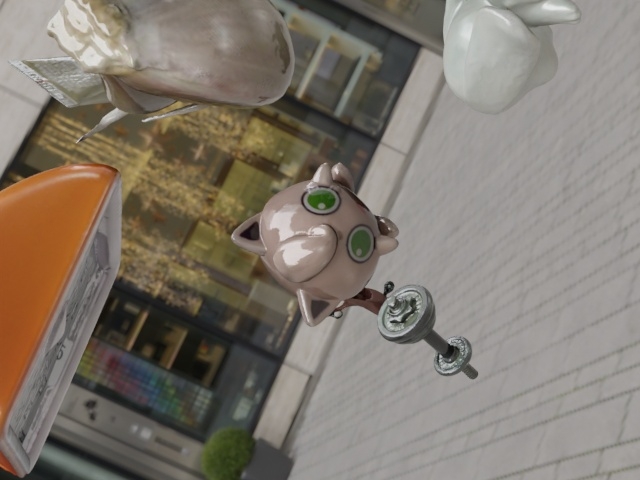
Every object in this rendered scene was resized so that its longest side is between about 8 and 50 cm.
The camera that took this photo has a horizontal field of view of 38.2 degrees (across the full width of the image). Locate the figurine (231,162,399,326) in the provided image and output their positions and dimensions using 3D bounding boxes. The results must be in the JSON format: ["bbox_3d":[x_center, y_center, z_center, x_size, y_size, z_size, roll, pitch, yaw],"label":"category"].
[{"bbox_3d":[0.000,0.000,0.882,0.138,0.125,0.125,-39,-9,-29],"label":"figurine"}]

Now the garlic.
[{"bbox_3d":[-0.154,-0.206,1.090,0.246,0.231,0.340,-52,-2,-18],"label":"garlic"}]

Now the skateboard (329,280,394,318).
[{"bbox_3d":[0.062,0.112,1.700,0.067,0.152,0.080,-86,8,-56],"label":"skateboard"}]

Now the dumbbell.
[{"bbox_3d":[0.197,0.173,1.597,0.110,0.254,0.110,-31,35,25],"label":"dumbbell"}]

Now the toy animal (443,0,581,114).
[{"bbox_3d":[0.253,-0.311,1.264,0.249,0.174,0.289,-113,20,-73],"label":"toy animal"}]

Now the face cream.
[{"bbox_3d":[-0.296,-0.254,1.413,0.341,0.137,0.084,-20,-40,-52],"label":"face cream"}]

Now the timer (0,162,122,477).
[{"bbox_3d":[-0.275,0.063,0.871,0.250,0.161,0.257,-55,-3,-25],"label":"timer"}]
